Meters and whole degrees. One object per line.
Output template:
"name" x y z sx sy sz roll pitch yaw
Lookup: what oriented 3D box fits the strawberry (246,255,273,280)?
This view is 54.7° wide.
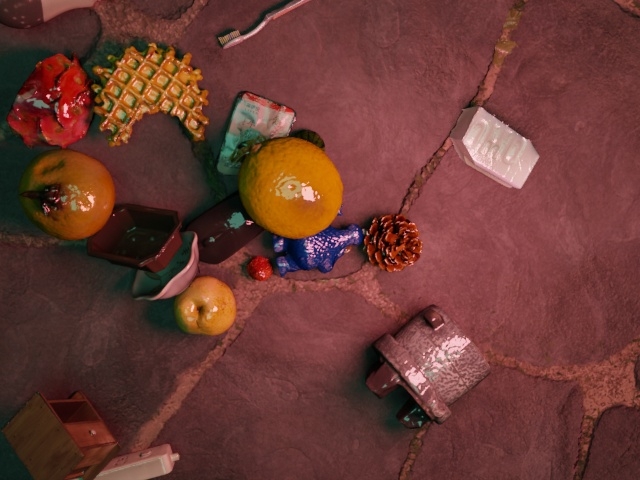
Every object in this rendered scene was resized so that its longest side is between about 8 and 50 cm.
"strawberry" -0.161 0.079 1.669 0.073 0.083 0.073 -3 101 -13

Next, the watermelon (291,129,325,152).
"watermelon" -0.039 -0.242 1.646 0.105 0.062 0.105 0 97 0

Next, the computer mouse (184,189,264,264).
"computer mouse" -0.239 -0.042 1.644 0.269 0.086 0.137 -35 98 1

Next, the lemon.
"lemon" -0.074 -0.130 1.538 0.267 0.267 0.267 -1 97 -5

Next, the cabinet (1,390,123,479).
"cabinet" -0.657 0.509 1.592 0.148 0.175 0.215 -46 71 2

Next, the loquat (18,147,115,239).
"loquat" -0.624 -0.112 1.523 0.244 0.244 0.244 -1 97 -5

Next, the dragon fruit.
"dragon fruit" -0.655 -0.335 1.546 0.161 0.126 0.274 32 94 -8

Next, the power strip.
"power strip" -0.576 0.640 1.698 0.385 0.091 0.062 -15 96 -4

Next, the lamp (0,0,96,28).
"lamp" -0.671 -0.630 1.503 0.314 0.182 0.182 -28 100 -22

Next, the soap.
"soap" 0.466 -0.255 1.677 0.230 0.091 0.145 28 94 -9

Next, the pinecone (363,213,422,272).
"pinecone" 0.199 0.008 1.651 0.173 0.173 0.173 -1 97 -5

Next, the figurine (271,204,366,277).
"figurine" -0.003 0.009 1.653 0.262 0.121 0.164 -27 95 -3

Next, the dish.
"dish" -0.380 0.083 1.600 0.229 0.229 0.081 -42 124 1

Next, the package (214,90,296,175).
"package" -0.175 -0.266 1.643 0.166 0.040 0.232 22 94 -6

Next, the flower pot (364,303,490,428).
"flower pot" 0.272 0.347 1.633 0.283 0.299 0.299 -37 99 -4

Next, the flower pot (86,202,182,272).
"flower pot" -0.458 0.005 1.572 0.251 0.084 0.179 9 54 29

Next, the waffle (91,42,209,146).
"waffle" -0.430 -0.372 1.572 0.293 0.069 0.260 -9 97 -15

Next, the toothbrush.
"toothbrush" -0.096 -0.599 1.612 0.375 0.028 0.037 -29 92 -1

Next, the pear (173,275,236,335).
"pear" -0.304 0.178 1.625 0.178 0.178 0.178 -1 97 -5
